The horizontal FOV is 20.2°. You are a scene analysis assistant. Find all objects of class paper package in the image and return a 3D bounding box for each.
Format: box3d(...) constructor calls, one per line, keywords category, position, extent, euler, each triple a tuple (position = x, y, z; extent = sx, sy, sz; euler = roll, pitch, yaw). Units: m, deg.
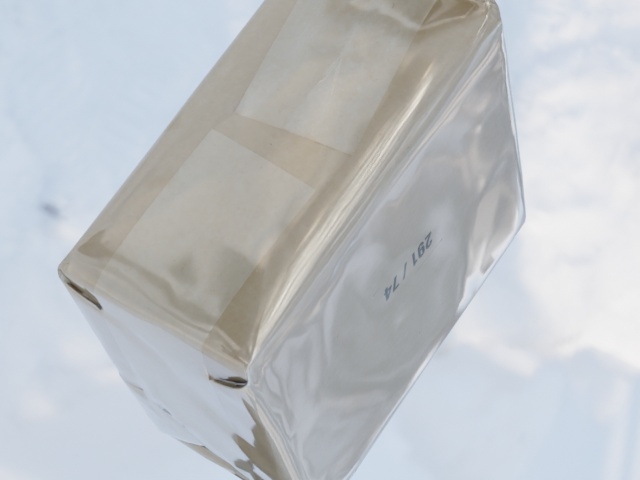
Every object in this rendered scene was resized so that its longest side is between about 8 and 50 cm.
box3d(category="paper package", position=(0.000, 0.000, 1.328), extent=(0.325, 0.168, 0.309), euler=(-54, 155, -18))
